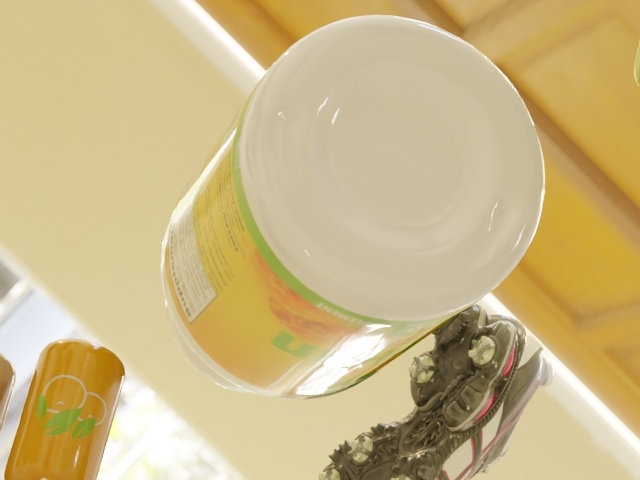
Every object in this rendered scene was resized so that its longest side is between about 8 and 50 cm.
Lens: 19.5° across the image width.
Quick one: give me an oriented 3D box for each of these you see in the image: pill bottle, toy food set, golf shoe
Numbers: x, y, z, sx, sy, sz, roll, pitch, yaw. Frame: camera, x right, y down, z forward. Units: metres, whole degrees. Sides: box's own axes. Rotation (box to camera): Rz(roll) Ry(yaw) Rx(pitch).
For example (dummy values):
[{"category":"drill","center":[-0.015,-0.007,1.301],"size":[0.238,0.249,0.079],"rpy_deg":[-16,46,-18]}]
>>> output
[{"category":"pill bottle","center":[0.000,0.000,0.897],"size":[0.136,0.136,0.246],"rpy_deg":[-50,2,-24]},{"category":"toy food set","center":[-0.212,0.069,0.797],"size":[0.111,0.232,0.104],"rpy_deg":[-35,37,53]},{"category":"golf shoe","center":[0.091,0.183,1.522],"size":[0.273,0.120,0.105],"rpy_deg":[-52,46,9]}]

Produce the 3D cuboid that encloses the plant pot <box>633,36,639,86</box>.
[{"category":"plant pot","center":[0.289,-0.129,0.869],"size":[0.207,0.228,0.227],"rpy_deg":[33,110,60]}]
